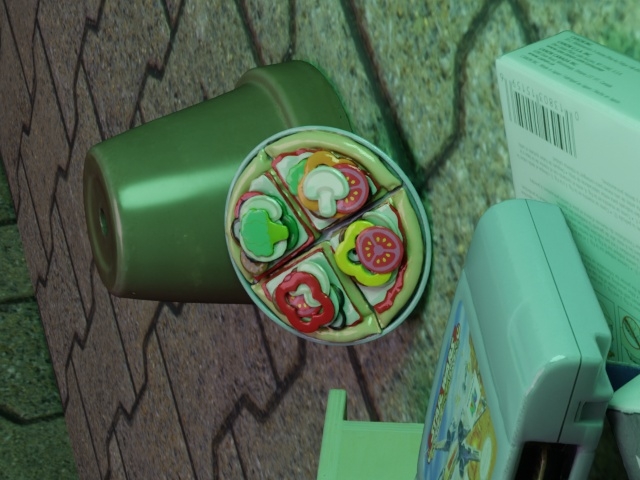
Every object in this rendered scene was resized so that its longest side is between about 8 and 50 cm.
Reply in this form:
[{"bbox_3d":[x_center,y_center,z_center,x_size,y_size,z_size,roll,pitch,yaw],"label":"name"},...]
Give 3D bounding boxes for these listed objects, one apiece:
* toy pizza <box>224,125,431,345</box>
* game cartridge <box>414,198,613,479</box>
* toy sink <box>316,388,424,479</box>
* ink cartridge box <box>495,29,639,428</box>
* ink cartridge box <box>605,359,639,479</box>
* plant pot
[{"bbox_3d":[0.000,0.000,1.210,0.201,0.032,0.201,9,110,25],"label":"toy pizza"},{"bbox_3d":[0.107,0.135,0.861,0.198,0.062,0.297,-103,19,-58],"label":"game cartridge"},{"bbox_3d":[0.065,0.240,1.134,0.234,0.131,0.152,-80,-10,-68],"label":"toy sink"},{"bbox_3d":[0.208,0.026,0.814,0.275,0.060,0.238,43,150,57],"label":"ink cartridge box"},{"bbox_3d":[0.250,0.214,0.705,0.307,0.072,0.303,-8,104,66],"label":"ink cartridge box"},{"bbox_3d":[-0.107,-0.038,1.367,0.263,0.229,0.263,171,90,-70],"label":"plant pot"}]
